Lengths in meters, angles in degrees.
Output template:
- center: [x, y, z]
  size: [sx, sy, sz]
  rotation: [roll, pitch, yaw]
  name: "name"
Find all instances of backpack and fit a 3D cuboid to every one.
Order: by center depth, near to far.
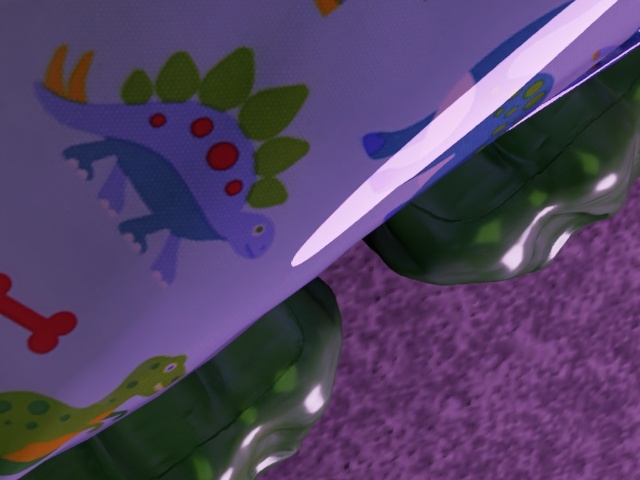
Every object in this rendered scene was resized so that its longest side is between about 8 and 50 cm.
- center: [-0.057, -0.109, 0.415]
  size: [0.355, 0.273, 0.290]
  rotation: [-40, 126, -16]
  name: "backpack"

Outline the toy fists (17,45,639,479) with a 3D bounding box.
- center: [0.000, 0.000, 0.573]
  size: [0.279, 0.142, 0.096]
  rotation: [-36, 90, -3]
  name: "toy fists"
